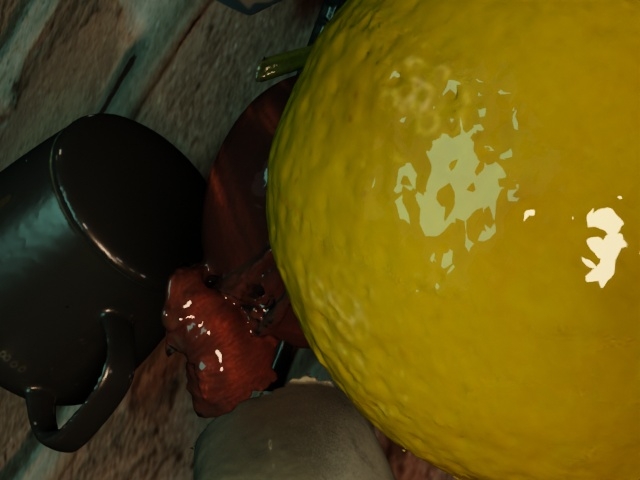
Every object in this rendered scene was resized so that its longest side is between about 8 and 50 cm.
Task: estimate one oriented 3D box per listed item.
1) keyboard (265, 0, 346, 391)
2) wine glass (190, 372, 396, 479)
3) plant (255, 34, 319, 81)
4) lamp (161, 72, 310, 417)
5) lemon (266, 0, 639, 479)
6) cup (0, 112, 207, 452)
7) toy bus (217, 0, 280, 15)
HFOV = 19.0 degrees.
[{"bbox_3d":[-0.004,-0.059,1.247,0.101,0.018,0.309,30,102,54],"label":"keyboard"},{"bbox_3d":[-0.001,0.203,1.043,0.126,0.126,0.241,-46,43,34],"label":"wine glass"},{"bbox_3d":[0.023,-0.107,1.137,0.116,0.122,0.104,-59,34,23],"label":"plant"},{"bbox_3d":[-0.004,-0.011,1.067,0.223,0.215,0.151,-27,88,14],"label":"lamp"},{"bbox_3d":[0.111,-0.018,0.846,0.293,0.293,0.293,-27,56,47],"label":"lemon"},{"bbox_3d":[-0.160,0.032,1.306,0.176,0.169,0.223,-39,45,30],"label":"cup"},{"bbox_3d":[0.019,-0.253,1.201,0.297,0.106,0.131,-18,52,49],"label":"toy bus"}]
